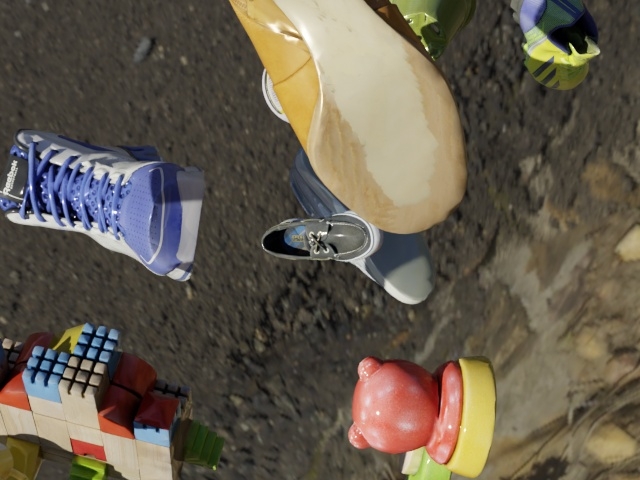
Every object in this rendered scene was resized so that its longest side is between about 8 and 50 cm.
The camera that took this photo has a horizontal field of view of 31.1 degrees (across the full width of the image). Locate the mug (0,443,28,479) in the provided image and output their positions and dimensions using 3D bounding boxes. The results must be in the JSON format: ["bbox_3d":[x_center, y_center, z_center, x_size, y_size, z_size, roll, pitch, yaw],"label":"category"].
[{"bbox_3d":[-0.385,0.269,1.337,0.062,0.064,0.078,-38,84,14],"label":"mug"}]

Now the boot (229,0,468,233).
[{"bbox_3d":[0.000,-0.160,0.782,0.104,0.295,0.211,-28,38,9],"label":"boot"}]

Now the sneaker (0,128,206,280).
[{"bbox_3d":[-0.246,-0.042,1.234,0.182,0.315,0.127,5,100,-24],"label":"sneaker"}]

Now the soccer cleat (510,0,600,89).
[{"bbox_3d":[0.359,-0.281,1.682,0.121,0.289,0.093,39,89,28],"label":"soccer cleat"}]

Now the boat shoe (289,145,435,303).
[{"bbox_3d":[0.046,-0.016,1.344,0.079,0.081,0.227,-35,83,-29],"label":"boat shoe"}]

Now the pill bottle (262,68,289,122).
[{"bbox_3d":[0.006,-0.126,0.866,0.065,0.116,0.065,2,86,-26],"label":"pill bottle"}]

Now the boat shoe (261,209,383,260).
[{"bbox_3d":[0.000,0.000,1.100,0.040,0.142,0.049,-19,100,-41],"label":"boat shoe"}]

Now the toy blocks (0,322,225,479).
[{"bbox_3d":[-0.324,0.209,1.548,0.382,0.261,0.190,14,54,5],"label":"toy blocks"}]

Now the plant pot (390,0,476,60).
[{"bbox_3d":[0.095,-0.201,1.038,0.083,0.083,0.079,9,39,9],"label":"plant pot"}]

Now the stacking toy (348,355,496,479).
[{"bbox_3d":[0.075,0.270,1.194,0.130,0.279,0.308,8,80,-6],"label":"stacking toy"}]
